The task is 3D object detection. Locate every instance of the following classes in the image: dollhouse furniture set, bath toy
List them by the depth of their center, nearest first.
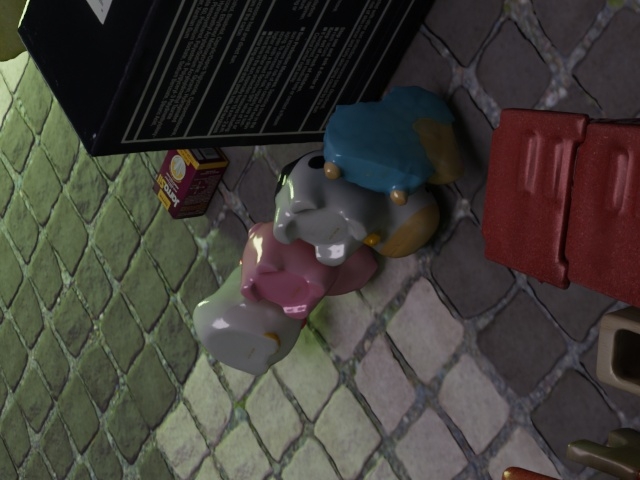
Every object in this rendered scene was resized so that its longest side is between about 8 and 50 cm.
[{"bbox_3d":[0.226,0.092,0.974,0.152,0.201,0.374,18,109,47],"label":"dollhouse furniture set"},{"bbox_3d":[0.000,0.000,1.288,0.348,0.151,0.129,-49,21,45],"label":"bath toy"}]

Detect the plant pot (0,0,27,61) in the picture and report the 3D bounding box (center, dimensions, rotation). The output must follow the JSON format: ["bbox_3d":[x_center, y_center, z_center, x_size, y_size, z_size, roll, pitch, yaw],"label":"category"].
[{"bbox_3d":[-0.344,-0.345,1.559,0.276,0.276,0.254,14,118,48],"label":"plant pot"}]

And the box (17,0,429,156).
[{"bbox_3d":[-0.065,-0.241,1.192,0.183,0.294,0.296,56,133,31],"label":"box"}]

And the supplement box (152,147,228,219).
[{"bbox_3d":[-0.144,-0.072,1.506,0.055,0.043,0.083,51,132,30],"label":"supplement box"}]
